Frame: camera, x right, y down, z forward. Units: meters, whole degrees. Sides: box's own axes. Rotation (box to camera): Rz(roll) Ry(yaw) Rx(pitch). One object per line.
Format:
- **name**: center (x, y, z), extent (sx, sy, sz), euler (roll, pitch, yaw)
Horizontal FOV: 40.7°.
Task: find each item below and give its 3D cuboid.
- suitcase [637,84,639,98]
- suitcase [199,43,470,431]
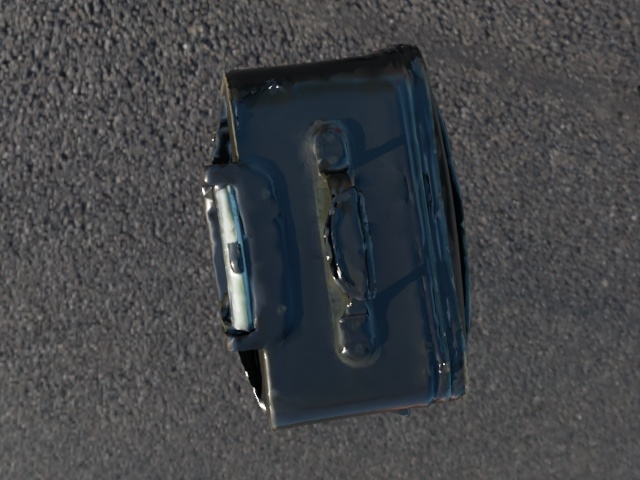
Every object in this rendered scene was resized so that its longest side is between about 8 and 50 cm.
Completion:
- **suitcase**: center (0.504, -0.170, 0.861), extent (0.340, 0.345, 0.188), euler (-19, 111, 18)
- **suitcase**: center (0.000, 0.000, 0.748), extent (0.194, 0.434, 0.283), euler (-8, 92, -5)
